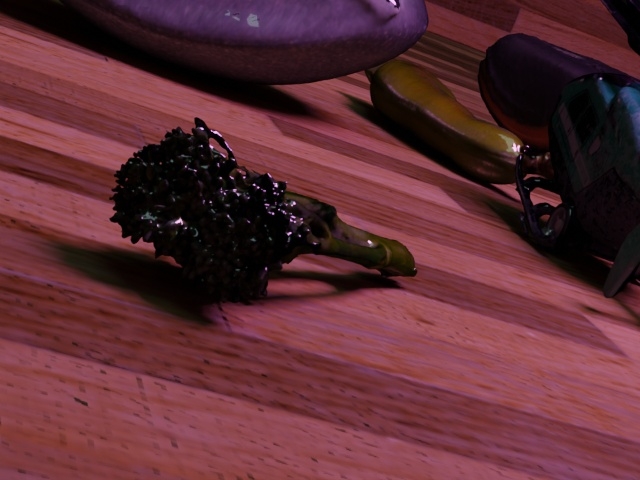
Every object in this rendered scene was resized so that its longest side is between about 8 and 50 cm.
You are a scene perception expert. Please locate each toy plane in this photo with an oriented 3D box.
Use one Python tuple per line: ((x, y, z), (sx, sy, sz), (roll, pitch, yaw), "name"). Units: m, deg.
((0.214, -0.038, 0.839), (0.106, 0.155, 0.382), (20, 30, -12), "toy plane")

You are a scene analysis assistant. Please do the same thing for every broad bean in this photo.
((0.108, -0.104, 1.130), (0.075, 0.067, 0.325), (-17, 30, -18), "broad bean")

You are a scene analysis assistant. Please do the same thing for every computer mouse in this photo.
((-0.102, -0.193, 1.028), (0.374, 0.114, 0.203), (15, 15, 5), "computer mouse")
((0.278, -0.124, 1.338), (0.183, 0.116, 0.323), (8, 19, -24), "computer mouse")

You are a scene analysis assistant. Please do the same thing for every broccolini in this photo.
((-0.009, 0.009, 0.553), (0.074, 0.058, 0.201), (47, 9, 30), "broccolini")
